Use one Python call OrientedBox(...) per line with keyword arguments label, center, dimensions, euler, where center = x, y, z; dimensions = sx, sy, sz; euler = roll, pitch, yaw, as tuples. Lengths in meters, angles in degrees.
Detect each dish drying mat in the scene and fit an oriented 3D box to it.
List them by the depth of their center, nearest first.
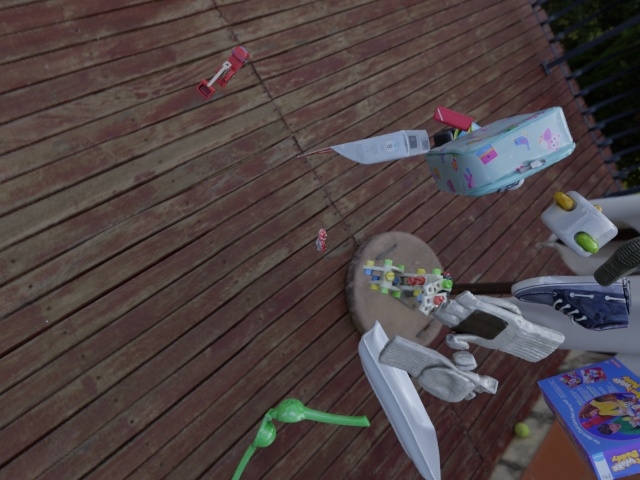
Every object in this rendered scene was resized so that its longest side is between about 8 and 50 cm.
OrientedBox(label="dish drying mat", center=(0.294, -0.270, 0.960), dimensions=(0.084, 0.008, 0.032), euler=(23, 105, 5))

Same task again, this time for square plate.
OrientedBox(label="square plate", center=(0.190, 0.377, 1.075), dimensions=(0.049, 0.347, 0.343), euler=(-28, 81, 10))

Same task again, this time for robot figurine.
OrientedBox(label="robot figurine", center=(0.614, -0.381, 2.023), dimensions=(0.209, 0.173, 0.277), euler=(-17, 108, 8))

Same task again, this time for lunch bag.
OrientedBox(label="lunch bag", center=(0.356, -0.178, 0.879), dimensions=(0.224, 0.279, 0.107), euler=(-23, 101, -1))

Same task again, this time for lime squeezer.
OrientedBox(label="lime squeezer", center=(-0.071, 0.361, 0.803), dimensions=(0.311, 0.059, 0.109), euler=(-32, 101, 6))

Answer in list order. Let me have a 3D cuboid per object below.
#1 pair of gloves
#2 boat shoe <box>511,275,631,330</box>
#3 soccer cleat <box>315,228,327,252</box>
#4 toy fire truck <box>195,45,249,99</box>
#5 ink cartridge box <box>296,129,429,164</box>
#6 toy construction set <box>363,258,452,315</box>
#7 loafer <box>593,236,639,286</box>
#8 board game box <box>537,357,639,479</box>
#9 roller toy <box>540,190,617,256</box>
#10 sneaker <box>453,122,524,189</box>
OrientedBox(label="pair of gloves", center=(0.234, 0.184, 0.703), dimensions=(0.204, 0.240, 0.042), euler=(30, 37, -10))
OrientedBox(label="boat shoe", center=(0.801, 0.204, 1.387), dimensions=(0.127, 0.341, 0.157), euler=(43, 47, -49))
OrientedBox(label="soccer cleat", center=(0.000, 0.000, 1.340), dimensions=(0.029, 0.036, 0.083), euler=(-35, 132, -37))
OrientedBox(label="toy fire truck", center=(-0.303, -0.531, 1.361), dimensions=(0.047, 0.135, 0.192), euler=(42, 102, -14))
OrientedBox(label="ink cartridge box", center=(0.157, -0.304, 1.510), dimensions=(0.308, 0.386, 0.091), euler=(-29, 108, -60))
OrientedBox(label="toy construction set", center=(0.315, 0.146, 1.470), dimensions=(0.215, 0.328, 0.150), euler=(18, 92, -34))
OrientedBox(label="loafer", center=(0.632, 0.039, 0.891), dimensions=(0.050, 0.148, 0.056), euler=(-14, 61, -32))
OrientedBox(label="board game box", center=(0.760, 0.454, 1.143), dimensions=(0.234, 0.347, 0.078), euler=(-23, 96, 12))
OrientedBox(label="roller toy", center=(0.817, -0.058, 1.367), dimensions=(0.191, 0.146, 0.209), euler=(5, 43, -55))
OrientedBox(label="sneaker", center=(0.606, -0.320, 1.610), dimensions=(0.208, 0.127, 0.318), euler=(10, 41, -39))
